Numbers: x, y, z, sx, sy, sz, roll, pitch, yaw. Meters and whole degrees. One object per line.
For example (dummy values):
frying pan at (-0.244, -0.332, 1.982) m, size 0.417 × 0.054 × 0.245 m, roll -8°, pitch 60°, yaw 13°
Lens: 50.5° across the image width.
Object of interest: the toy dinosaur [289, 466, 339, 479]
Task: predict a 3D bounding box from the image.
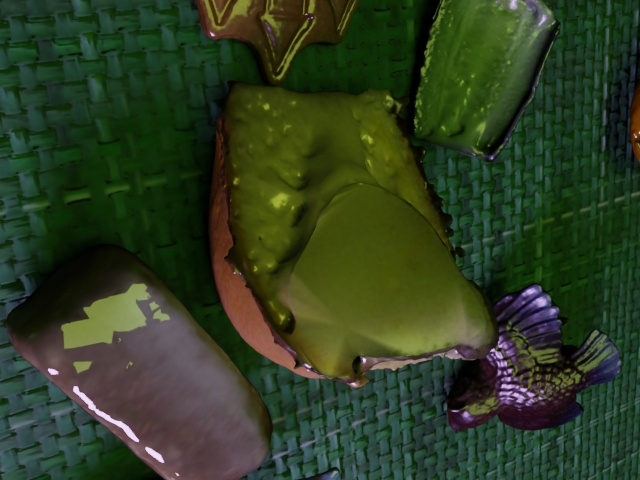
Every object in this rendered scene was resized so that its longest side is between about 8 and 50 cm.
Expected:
toy dinosaur at (-0.210, 0.254, 0.552) m, size 0.331 × 0.129 × 0.383 m, roll 42°, pitch 67°, yaw -11°

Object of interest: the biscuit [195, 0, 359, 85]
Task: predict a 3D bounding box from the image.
biscuit at (-0.032, -0.235, 0.546) m, size 0.182 × 0.034 × 0.215 m, roll -7°, pitch 107°, yaw -29°

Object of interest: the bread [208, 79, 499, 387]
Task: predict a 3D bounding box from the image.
bread at (0.000, 0.000, 0.558) m, size 0.204 × 0.162 × 0.262 m, roll 1°, pitch 61°, yaw -29°

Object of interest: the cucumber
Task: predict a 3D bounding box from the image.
cucumber at (0.157, -0.177, 0.648) m, size 0.115 × 0.086 × 0.193 m, roll 20°, pitch 96°, yaw 11°

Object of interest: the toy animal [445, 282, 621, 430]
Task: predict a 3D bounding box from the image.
toy animal at (0.230, 0.156, 0.757) m, size 0.179 × 0.116 × 0.218 m, roll -36°, pitch 125°, yaw -18°

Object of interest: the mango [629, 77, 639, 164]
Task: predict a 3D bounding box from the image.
mango at (0.474, -0.190, 0.787) m, size 0.201 × 0.152 × 0.287 m, roll 33°, pitch 83°, yaw -22°

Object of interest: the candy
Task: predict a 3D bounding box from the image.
candy at (-0.131, 0.109, 0.542) m, size 0.104 × 0.102 × 0.234 m, roll -43°, pitch 119°, yaw -14°
